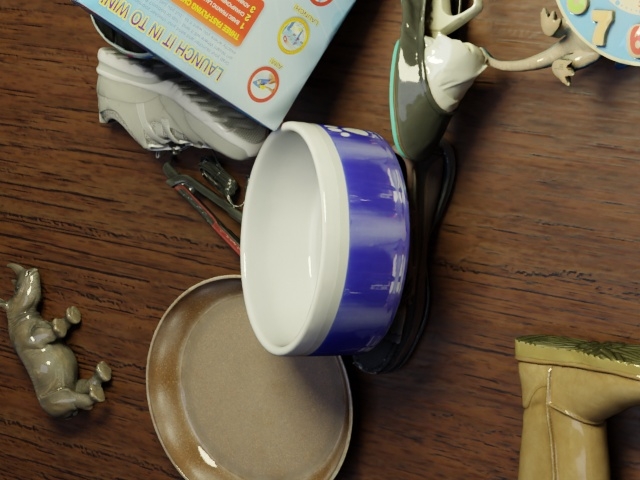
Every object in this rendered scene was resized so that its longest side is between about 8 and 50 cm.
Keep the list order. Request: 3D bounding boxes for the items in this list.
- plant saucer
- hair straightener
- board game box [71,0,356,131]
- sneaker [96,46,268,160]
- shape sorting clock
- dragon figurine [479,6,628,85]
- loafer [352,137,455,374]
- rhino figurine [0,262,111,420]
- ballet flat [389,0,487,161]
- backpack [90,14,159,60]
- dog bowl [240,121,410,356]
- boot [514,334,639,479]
[{"bbox_3d":[-0.084,0.194,1.851,0.310,0.050,0.311,5,100,31],"label":"plant saucer"},{"bbox_3d":[-0.114,-0.054,1.845,0.089,0.047,0.230,-48,66,5],"label":"hair straightener"},{"bbox_3d":[-0.091,-0.321,1.574,0.086,0.308,0.302,33,90,48],"label":"board game box"},{"bbox_3d":[-0.175,-0.152,1.834,0.281,0.105,0.115,30,117,36],"label":"sneaker"},{"bbox_3d":[0.310,-0.269,1.388,0.206,0.040,0.206,4,97,36],"label":"shape sorting clock"},{"bbox_3d":[0.309,-0.224,1.530,0.289,0.144,0.085,-24,86,51],"label":"dragon figurine"},{"bbox_3d":[0.075,0.019,1.701,0.109,0.095,0.303,21,107,27],"label":"loafer"},{"bbox_3d":[-0.379,0.137,2.006,0.106,0.073,0.243,-35,77,27],"label":"rhino figurine"},{"bbox_3d":[0.130,-0.228,1.599,0.096,0.095,0.280,-6,79,38],"label":"ballet flat"},{"bbox_3d":[-0.164,-0.335,1.725,0.225,0.191,0.253,30,106,45],"label":"backpack"},{"bbox_3d":[0.000,0.000,1.661,0.265,0.104,0.265,-177,90,-67],"label":"dog bowl"},{"bbox_3d":[0.305,0.246,1.590,0.236,0.089,0.270,6,100,55],"label":"boot"}]
